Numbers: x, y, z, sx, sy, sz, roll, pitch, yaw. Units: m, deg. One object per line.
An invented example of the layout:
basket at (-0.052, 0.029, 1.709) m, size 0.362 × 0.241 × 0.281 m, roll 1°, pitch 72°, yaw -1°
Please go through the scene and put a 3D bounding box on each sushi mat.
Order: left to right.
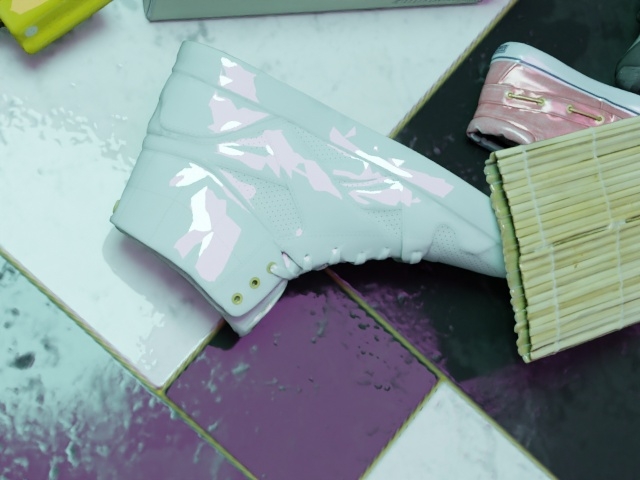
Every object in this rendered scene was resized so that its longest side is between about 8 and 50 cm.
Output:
sushi mat at (0.258, -0.022, 0.862) m, size 0.316 × 0.019 × 0.152 m, roll -15°, pitch 99°, yaw -30°

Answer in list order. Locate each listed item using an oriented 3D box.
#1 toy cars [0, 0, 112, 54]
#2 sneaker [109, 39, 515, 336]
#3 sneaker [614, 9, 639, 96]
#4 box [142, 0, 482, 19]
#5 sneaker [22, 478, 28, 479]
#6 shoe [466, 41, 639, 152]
toy cars at (-0.216, -0.329, 0.819) m, size 0.176 × 0.087 × 0.394 m, roll 4°, pitch 76°, yaw 3°
sneaker at (0.000, 0.000, 0.819) m, size 0.292 × 0.108 × 0.169 m, roll 26°, pitch 87°, yaw -10°
sneaker at (0.297, -0.223, 0.942) m, size 0.108 × 0.100 × 0.271 m, roll 31°, pitch 67°, yaw 6°
box at (0.005, -0.231, 0.857) m, size 0.275 × 0.113 × 0.094 m, roll -5°, pitch 78°, yaw -16°
sneaker at (-0.193, 0.190, 0.752) m, size 0.098 × 0.038 × 0.069 m, roll -6°, pitch 77°, yaw -25°
shoe at (0.202, -0.080, 0.899) m, size 0.178 × 0.063 × 0.081 m, roll 25°, pitch 78°, yaw -5°
